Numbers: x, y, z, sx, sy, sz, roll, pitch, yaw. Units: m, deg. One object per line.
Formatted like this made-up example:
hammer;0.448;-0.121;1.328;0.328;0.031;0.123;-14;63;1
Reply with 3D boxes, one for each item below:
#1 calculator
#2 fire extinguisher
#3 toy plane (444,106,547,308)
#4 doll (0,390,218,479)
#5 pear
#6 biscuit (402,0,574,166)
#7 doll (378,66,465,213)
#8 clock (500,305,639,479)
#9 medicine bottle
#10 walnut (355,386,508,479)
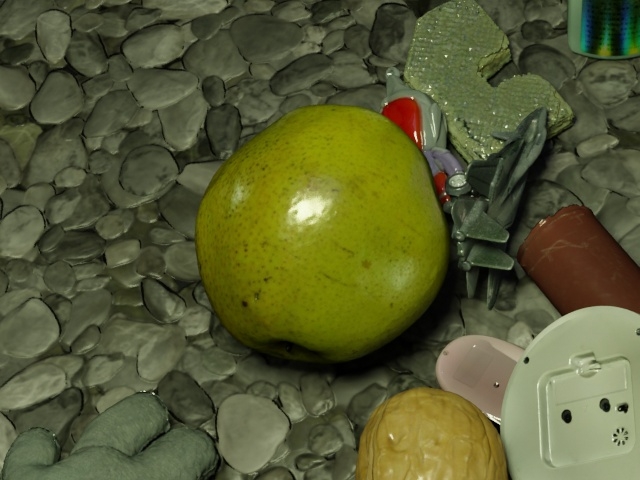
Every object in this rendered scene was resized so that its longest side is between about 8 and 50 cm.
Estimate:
calculator;0.206;0.163;1.797;0.166;0.024;0.103;26;64;21
fire extinguisher;0.369;0.104;1.776;0.147;0.106;0.337;-16;54;-31
toy plane;0.204;-0.073;1.869;0.088;0.212;0.267;4;45;20
doll;-0.260;0.303;1.719;0.246;0.158;0.340;30;39;21
pear;0.000;0.000;1.789;0.294;0.294;0.294;-4;57;5
biscuit;0.194;-0.200;2.020;0.147;0.046;0.250;-29;58;-10
doll;0.116;-0.120;1.954;0.102;0.075;0.227;-43;51;34
clock;0.295;0.184;1.656;0.230;0.083;0.230;-20;59;38
medicine bottle;0.363;-0.320;1.965;0.121;0.229;0.083;0;58;8
walnut;0.115;0.251;1.673;0.165;0.165;0.197;-1;49;7
